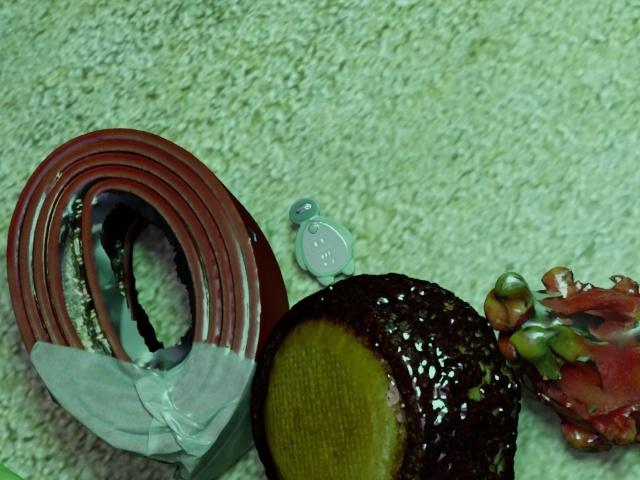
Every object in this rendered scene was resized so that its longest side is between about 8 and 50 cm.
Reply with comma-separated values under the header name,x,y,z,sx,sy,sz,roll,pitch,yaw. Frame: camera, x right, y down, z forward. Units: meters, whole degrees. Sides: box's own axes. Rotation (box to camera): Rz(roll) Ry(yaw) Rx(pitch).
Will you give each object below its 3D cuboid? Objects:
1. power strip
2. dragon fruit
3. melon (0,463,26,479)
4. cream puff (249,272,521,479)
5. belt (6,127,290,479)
name,x,y,z,sx,sy,sz,roll,pitch,yaw
power strip,0.000,0.000,1.205,0.055,0.035,0.083,-29,82,4
dragon fruit,0.213,0.087,1.071,0.150,0.207,0.133,-15,46,54
melon,-0.323,0.274,1.149,0.196,0.124,0.323,-44,62,-4
cream puff,0.060,0.143,1.051,0.239,0.165,0.239,3,94,50
belt,-0.146,0.057,1.174,0.227,0.115,0.324,-28,70,5
